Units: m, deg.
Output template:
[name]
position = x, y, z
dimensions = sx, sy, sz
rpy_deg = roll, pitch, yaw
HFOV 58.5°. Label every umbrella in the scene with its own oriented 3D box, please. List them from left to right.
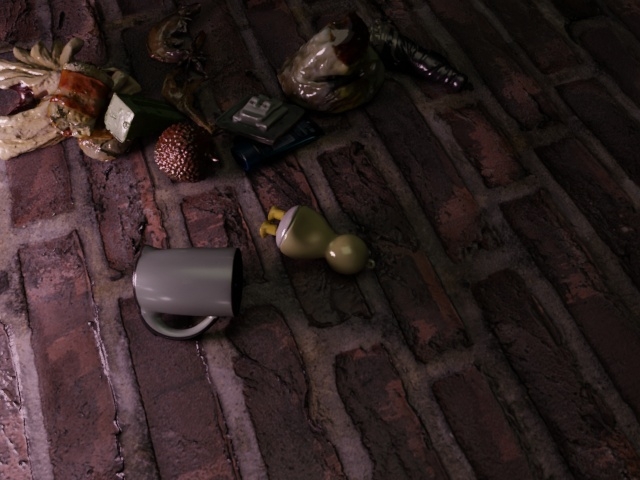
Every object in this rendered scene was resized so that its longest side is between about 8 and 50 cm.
[umbrella]
position = 0.290, -0.560, 1.778
dimensions = 0.358, 0.106, 0.113
rpy_deg = 32, 72, 7

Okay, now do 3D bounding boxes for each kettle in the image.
[kettle]
position = -0.308, 0.121, 1.321
dimensions = 0.237, 0.161, 0.221
rpy_deg = 2, 90, 0

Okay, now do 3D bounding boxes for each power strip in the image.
[power strip]
position = -0.166, -0.364, 1.608
dimensions = 0.199, 0.064, 0.213
rpy_deg = 18, 45, 16

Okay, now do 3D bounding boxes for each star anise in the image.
[star anise]
position = -0.391, -0.554, 1.759
dimensions = 0.124, 0.056, 0.129
rpy_deg = -34, 79, -24

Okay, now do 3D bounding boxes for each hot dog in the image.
[hot dog]
position = -0.639, -0.374, 1.516
dimensions = 0.103, 0.146, 0.213
rpy_deg = 13, 76, 51

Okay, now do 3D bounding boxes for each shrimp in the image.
[shrimp]
position = -0.443, -0.657, 1.822
dimensions = 0.173, 0.058, 0.253
rpy_deg = 39, 69, 10

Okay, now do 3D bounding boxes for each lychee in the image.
[lychee]
position = -0.345, -0.231, 1.511
dimensions = 0.198, 0.165, 0.165
rpy_deg = 4, 58, 19

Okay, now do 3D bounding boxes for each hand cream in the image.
[hand cream]
position = -0.121, -0.287, 1.616
dimensions = 0.271, 0.061, 0.120
rpy_deg = -34, 68, -25

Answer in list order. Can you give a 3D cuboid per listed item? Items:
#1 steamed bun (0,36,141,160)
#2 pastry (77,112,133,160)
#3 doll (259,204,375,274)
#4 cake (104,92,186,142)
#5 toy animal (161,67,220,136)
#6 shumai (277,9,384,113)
[steamed bun]
position = -0.752, -0.432, 1.608
dimensions = 0.428, 0.189, 0.247
rpy_deg = -30, 58, -17
[pastry]
position = -0.593, -0.288, 1.583
dimensions = 0.154, 0.081, 0.153
rpy_deg = -3, 52, 3
[doll]
position = -0.003, 0.007, 1.422
dimensions = 0.297, 0.117, 0.141
rpy_deg = 29, 56, -1
[cake]
position = -0.469, -0.358, 1.571
dimensions = 0.100, 0.099, 0.235
rpy_deg = 42, 41, 13
[toy animal]
position = -0.381, -0.405, 1.668
dimensions = 0.149, 0.054, 0.275
rpy_deg = -6, 57, -24
[shumai]
position = 0.031, -0.546, 1.652
dimensions = 0.304, 0.263, 0.309
rpy_deg = 39, 66, 17
